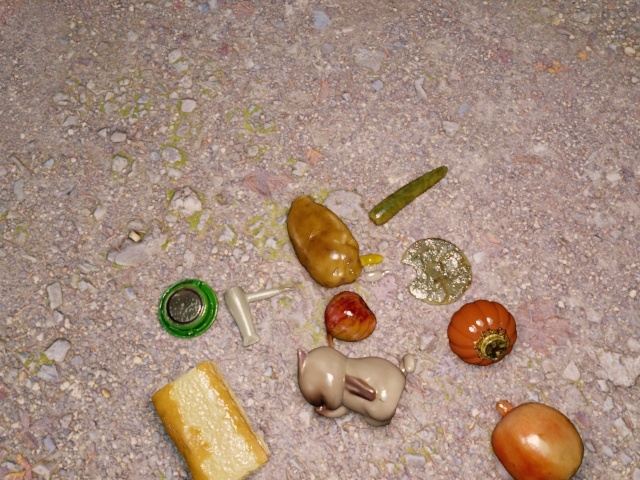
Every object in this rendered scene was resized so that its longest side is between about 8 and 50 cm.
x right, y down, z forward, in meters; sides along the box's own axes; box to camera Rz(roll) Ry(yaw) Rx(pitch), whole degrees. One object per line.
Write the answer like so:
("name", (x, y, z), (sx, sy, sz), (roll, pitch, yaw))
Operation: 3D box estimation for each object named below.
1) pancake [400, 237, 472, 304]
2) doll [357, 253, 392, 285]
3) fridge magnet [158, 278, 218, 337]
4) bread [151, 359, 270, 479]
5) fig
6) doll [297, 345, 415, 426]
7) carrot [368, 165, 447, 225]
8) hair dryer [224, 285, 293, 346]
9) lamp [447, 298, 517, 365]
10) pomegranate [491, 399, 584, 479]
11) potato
("pancake", (0.410, 0.108, 1.678), (0.254, 0.037, 0.253), (-1, 74, 2))
("doll", (0.187, 0.102, 1.677), (0.136, 0.071, 0.113), (12, 82, 1))
("fridge magnet", (-0.458, 0.233, 1.647), (0.208, 0.088, 0.207), (-1, 74, 2))
("bread", (-0.349, 0.592, 1.497), (0.237, 0.165, 0.375), (-35, 77, -5))
("fig", (0.073, 0.274, 1.590), (0.207, 0.175, 0.175), (-40, 74, 18))
("doll", (0.100, 0.456, 1.496), (0.371, 0.215, 0.225), (4, 69, 5))
("carrot", (0.328, -0.175, 1.749), (0.359, 0.074, 0.074), (-36, 75, -9))
("hair dryer", (-0.195, 0.230, 1.662), (0.237, 0.075, 0.206), (-23, 81, -13))
("lamp", (0.518, 0.296, 1.535), (0.224, 0.196, 0.223), (-3, 110, -8))
("pomegranate", (0.629, 0.596, 1.419), (0.229, 0.252, 0.270), (-33, 54, -16))
("potato", (0.000, 0.000, 1.660), (0.177, 0.195, 0.369), (-16, 61, -37))
